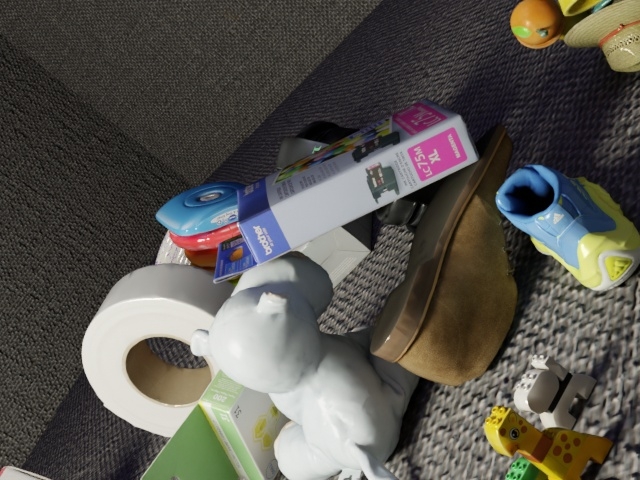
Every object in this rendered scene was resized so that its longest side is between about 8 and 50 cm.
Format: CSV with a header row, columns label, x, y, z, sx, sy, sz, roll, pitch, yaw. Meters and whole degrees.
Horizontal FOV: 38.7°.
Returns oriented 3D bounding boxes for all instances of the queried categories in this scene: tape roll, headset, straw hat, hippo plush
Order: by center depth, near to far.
label,x,y,z,sx,sy,sz,roll,pitch,yaw
hippo plush,-0.033,0.149,1.006,0.234,0.236,0.294,-40,18,37
straw hat,0.362,-0.229,1.054,0.144,0.061,0.144,-15,-10,-3
headset,0.080,-0.118,1.319,0.394,0.243,0.185,3,-79,-81
tape roll,-0.230,0.180,1.455,0.286,0.286,0.100,-43,17,29

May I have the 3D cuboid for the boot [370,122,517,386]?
label,x,y,z,sx,sy,sz,roll,pitch,yaw
boot,0.160,0.013,0.972,0.305,0.115,0.112,-65,6,-25

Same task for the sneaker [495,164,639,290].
label,x,y,z,sx,sy,sz,roll,pitch,yaw
sneaker,0.226,-0.041,0.895,0.091,0.126,0.240,-49,15,8

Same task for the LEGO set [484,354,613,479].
label,x,y,z,sx,sy,sz,roll,pitch,yaw
LEGO set,0.141,0.176,0.691,0.227,0.093,0.087,-56,15,-17

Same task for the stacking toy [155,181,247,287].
label,x,y,z,sx,sy,sz,roll,pitch,yaw
stacking toy,-0.157,0.061,1.593,0.175,0.302,0.165,-21,23,-22

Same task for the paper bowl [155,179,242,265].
label,x,y,z,sx,sy,sz,roll,pitch,yaw
paper bowl,-0.178,0.037,1.770,0.284,0.148,0.284,-46,-27,-32

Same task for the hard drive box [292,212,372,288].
label,x,y,z,sx,sy,sz,roll,pitch,yaw
hard drive box,0.000,0.000,1.580,0.181,0.089,0.232,-45,15,21

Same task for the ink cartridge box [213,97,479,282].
label,x,y,z,sx,sy,sz,roll,pitch,yaw
ink cartridge box,0.010,-0.062,1.031,0.311,0.065,0.186,-28,15,3

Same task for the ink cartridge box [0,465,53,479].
label,x,y,z,sx,sy,sz,roll,pitch,yaw
ink cartridge box,-0.527,0.566,1.514,0.226,0.131,0.306,-72,-2,-55

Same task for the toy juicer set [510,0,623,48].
label,x,y,z,sx,sy,sz,roll,pitch,yaw
toy juicer set,0.381,-0.302,1.111,0.329,0.089,0.209,-23,-10,-23

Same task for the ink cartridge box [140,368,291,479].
label,x,y,z,sx,sy,sz,roll,pitch,yaw
ink cartridge box,-0.106,0.249,1.109,0.056,0.171,0.235,10,49,29
